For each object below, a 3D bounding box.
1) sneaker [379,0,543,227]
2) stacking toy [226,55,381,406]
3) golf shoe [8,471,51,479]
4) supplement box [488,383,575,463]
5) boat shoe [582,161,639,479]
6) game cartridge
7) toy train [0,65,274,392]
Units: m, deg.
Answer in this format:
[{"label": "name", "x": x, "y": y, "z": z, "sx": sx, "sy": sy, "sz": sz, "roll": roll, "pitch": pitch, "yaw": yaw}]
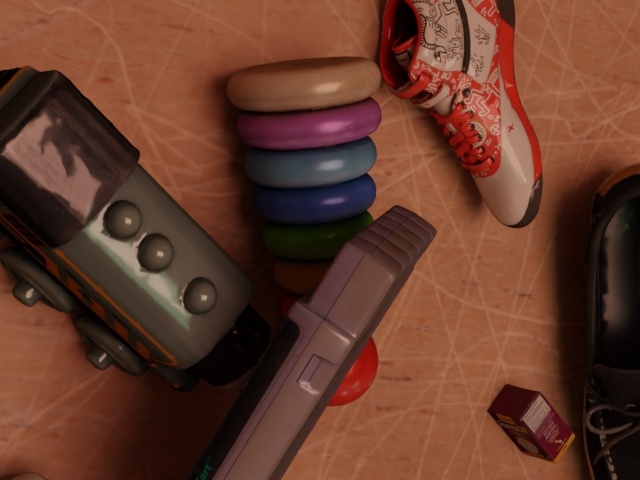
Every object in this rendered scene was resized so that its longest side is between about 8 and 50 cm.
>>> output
[{"label": "sneaker", "x": 0.137, "y": -0.135, "z": 1.170, "sx": 0.145, "sy": 0.090, "sz": 0.270, "roll": -13, "pitch": 98, "yaw": -31}, {"label": "stacking toy", "x": 0.000, "y": 0.000, "z": 1.068, "sx": 0.141, "sy": 0.141, "sz": 0.330, "roll": -15, "pitch": 106, "yaw": -32}, {"label": "golf shoe", "x": -0.342, "y": 0.253, "z": 0.870, "sx": 0.306, "sy": 0.115, "sz": 0.140, "roll": -33, "pitch": 108, "yaw": -29}, {"label": "supplement box", "x": 0.238, "y": 0.206, "z": 1.284, "sx": 0.043, "sy": 0.055, "sz": 0.083, "roll": -51, "pitch": 117, "yaw": -20}, {"label": "boat shoe", "x": 0.379, "y": 0.161, "z": 1.279, "sx": 0.156, "sy": 0.187, "sz": 0.499, "roll": -12, "pitch": 97, "yaw": -70}, {"label": "game cartridge", "x": -0.032, "y": 0.138, "z": 0.938, "sx": 0.355, "sy": 0.068, "sz": 0.230, "roll": -59, "pitch": 169, "yaw": 14}, {"label": "toy train", "x": -0.174, "y": 0.000, "z": 0.910, "sx": 0.142, "sy": 0.190, "sz": 0.334, "roll": -51, "pitch": 118, "yaw": -19}]
